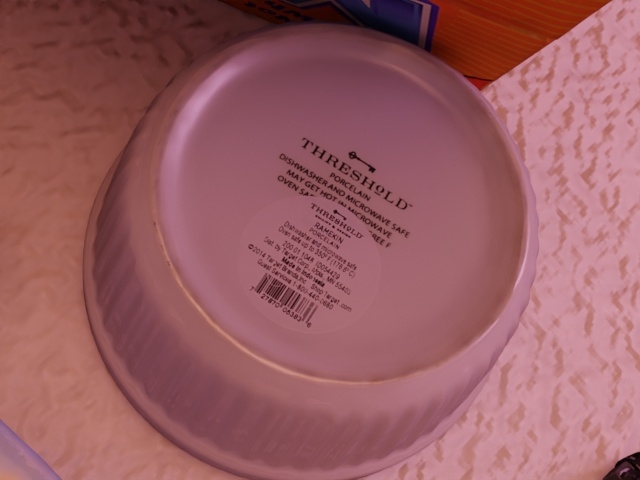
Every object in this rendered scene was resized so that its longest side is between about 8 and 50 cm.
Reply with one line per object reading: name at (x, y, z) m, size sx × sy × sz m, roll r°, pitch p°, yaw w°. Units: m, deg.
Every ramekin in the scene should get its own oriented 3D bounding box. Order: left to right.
ramekin at (0.000, 0.000, 0.556) m, size 0.207 × 0.109 × 0.207 m, roll 5°, pitch 69°, yaw -12°

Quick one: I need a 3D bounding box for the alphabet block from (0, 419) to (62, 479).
alphabet block at (-0.163, 0.163, 0.412) m, size 0.192 × 0.193 × 0.197 m, roll 43°, pitch 67°, yaw 6°

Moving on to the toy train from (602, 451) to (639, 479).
toy train at (0.196, 0.166, 0.586) m, size 0.036 × 0.027 × 0.158 m, roll -34°, pitch 80°, yaw -33°

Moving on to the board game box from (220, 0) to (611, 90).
board game box at (-0.006, -0.305, 0.480) m, size 0.356 × 0.356 × 0.357 m, roll 22°, pitch 86°, yaw -4°
